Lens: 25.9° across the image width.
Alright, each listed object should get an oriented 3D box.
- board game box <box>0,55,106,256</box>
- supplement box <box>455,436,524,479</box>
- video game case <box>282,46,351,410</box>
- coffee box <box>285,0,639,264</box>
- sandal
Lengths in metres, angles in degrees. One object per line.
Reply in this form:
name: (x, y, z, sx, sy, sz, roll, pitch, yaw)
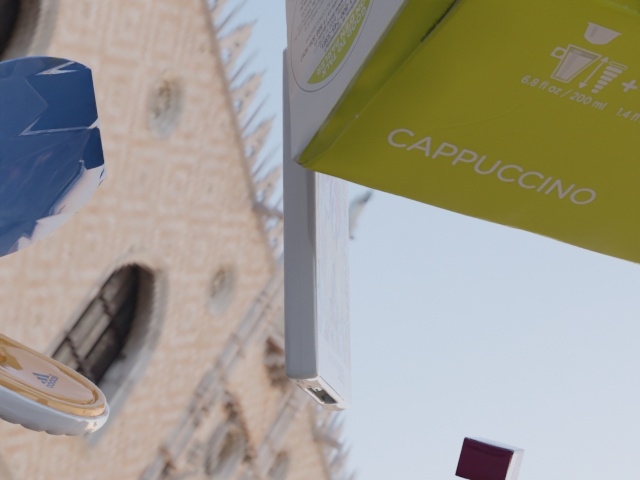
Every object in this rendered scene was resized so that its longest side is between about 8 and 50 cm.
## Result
board game box: (-0.211, -0.060, 0.910, 0.033, 0.133, 0.169, 49, -26, 31)
supplement box: (0.178, 0.231, 1.451, 0.055, 0.043, 0.083, 14, -4, 19)
video game case: (0.000, 0.000, 1.008, 0.026, 0.227, 0.206, -3, -13, 7)
coffee box: (0.193, -0.221, 0.856, 0.337, 0.334, 0.338, 15, -42, -22)
sandal: (-0.225, 0.018, 0.739, 0.265, 0.076, 0.102, 24, 7, -8)
